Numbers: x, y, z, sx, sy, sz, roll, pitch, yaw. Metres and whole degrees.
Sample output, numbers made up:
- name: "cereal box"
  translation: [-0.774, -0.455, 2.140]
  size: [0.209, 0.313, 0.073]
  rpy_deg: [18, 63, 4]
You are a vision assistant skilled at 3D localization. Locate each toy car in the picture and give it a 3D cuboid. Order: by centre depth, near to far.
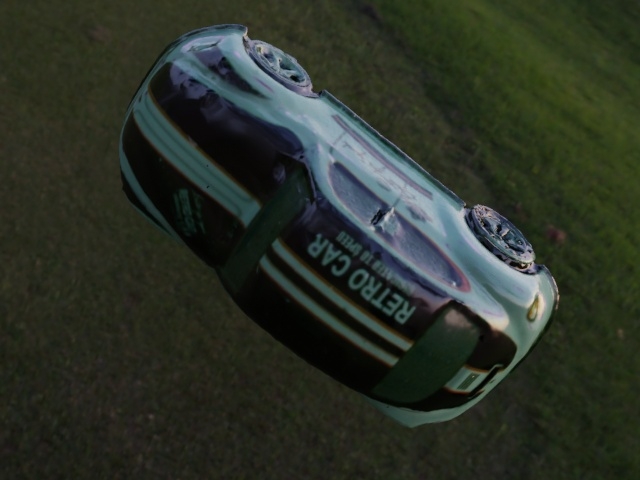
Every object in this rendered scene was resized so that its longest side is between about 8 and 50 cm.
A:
- name: "toy car"
  translation: [0.000, 0.000, 0.634]
  size: [0.306, 0.136, 0.125]
  rpy_deg: [38, 25, -3]
